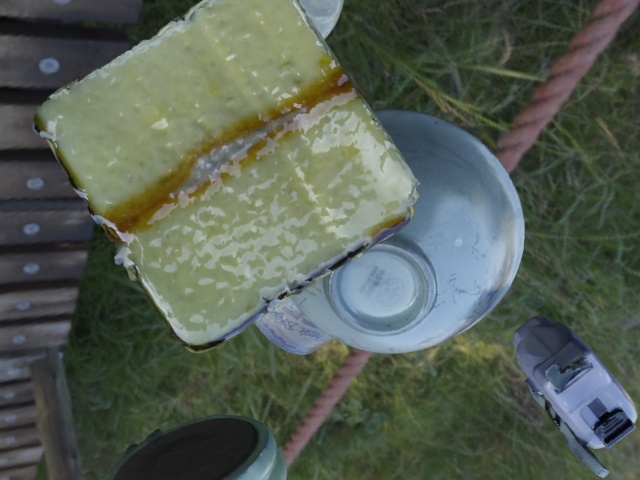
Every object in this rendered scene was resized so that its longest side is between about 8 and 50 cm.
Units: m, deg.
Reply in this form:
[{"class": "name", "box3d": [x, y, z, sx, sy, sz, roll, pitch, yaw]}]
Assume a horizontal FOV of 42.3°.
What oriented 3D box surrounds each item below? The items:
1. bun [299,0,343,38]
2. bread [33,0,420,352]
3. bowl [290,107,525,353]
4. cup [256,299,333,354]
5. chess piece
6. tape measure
[{"class": "bun", "box3d": [-0.067, -0.421, 1.443, 0.222, 0.222, 0.127, -39, -175, 16]}, {"class": "bread", "box3d": [-0.081, -0.067, 0.716, 0.236, 0.263, 0.198, -36, -178, -33]}, {"class": "bowl", "box3d": [0.075, 0.023, 0.924, 0.313, 0.146, 0.313, 3, 116, 7]}, {"class": "cup", "box3d": [0.000, 0.000, 1.305, 0.257, 0.227, 0.301, -34, 112, 27]}, {"class": "chess piece", "box3d": [-0.084, 0.332, 0.788, 0.176, 0.176, 0.298, -19, 103, -13]}, {"class": "tape measure", "box3d": [0.333, 0.198, 1.100, 0.105, 0.178, 0.196, -40, -172, 4]}]
